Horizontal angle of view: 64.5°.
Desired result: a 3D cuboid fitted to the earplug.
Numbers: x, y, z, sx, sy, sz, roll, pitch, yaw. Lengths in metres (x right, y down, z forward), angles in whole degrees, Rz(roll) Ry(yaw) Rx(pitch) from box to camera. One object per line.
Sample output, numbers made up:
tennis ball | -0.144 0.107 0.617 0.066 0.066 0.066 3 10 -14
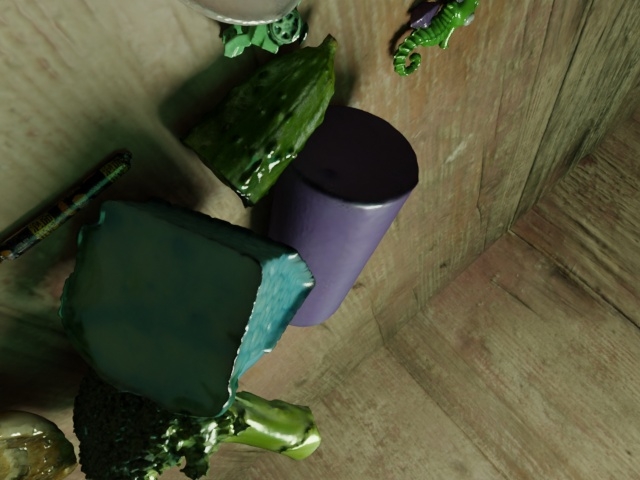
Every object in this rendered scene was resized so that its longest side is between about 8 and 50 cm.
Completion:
earplug | 0.000 0.000 0.916 0.215 0.215 0.456 -27 154 -32

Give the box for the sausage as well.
sausage | -0.300 -0.040 0.597 0.198 0.025 0.028 -41 158 -9

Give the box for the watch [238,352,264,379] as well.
watch | -0.168 0.139 0.866 0.210 0.193 0.211 -35 150 -24

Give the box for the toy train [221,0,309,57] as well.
toy train | -0.051 -0.270 0.550 0.081 0.099 0.149 11 123 -19

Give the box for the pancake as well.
pancake | -0.536 0.337 0.692 0.386 0.082 0.387 -19 152 -10

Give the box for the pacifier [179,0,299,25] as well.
pacifier | -0.009 -0.318 0.391 0.332 0.273 0.220 -38 171 -11

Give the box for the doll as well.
doll | 0.190 -0.346 0.834 0.190 0.050 0.115 -39 148 -7

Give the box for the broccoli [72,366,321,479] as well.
broccoli | -0.222 0.299 0.865 0.397 0.352 0.275 15 99 -59

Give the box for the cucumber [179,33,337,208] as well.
cucumber | -0.059 -0.168 0.661 0.244 0.134 0.134 -49 155 0

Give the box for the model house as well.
model house | -0.165 0.068 0.704 0.241 0.261 0.226 -23 132 -68
